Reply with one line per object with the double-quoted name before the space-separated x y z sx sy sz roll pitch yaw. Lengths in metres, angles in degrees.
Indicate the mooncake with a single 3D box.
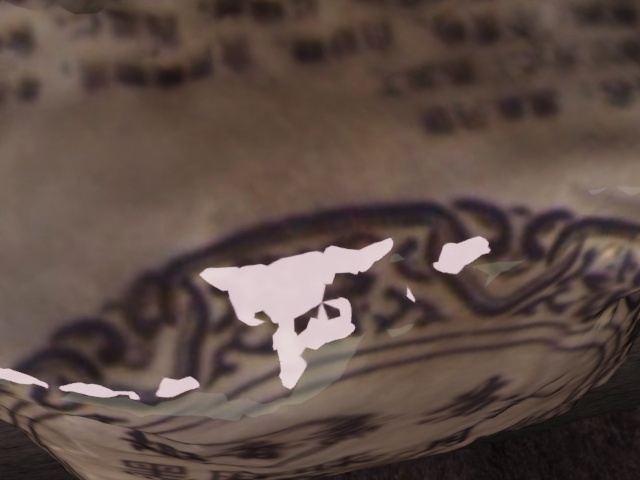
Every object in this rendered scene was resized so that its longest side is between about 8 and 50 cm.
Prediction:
"mooncake" 0.000 0.005 0.422 0.254 0.136 0.250 -9 164 -3
